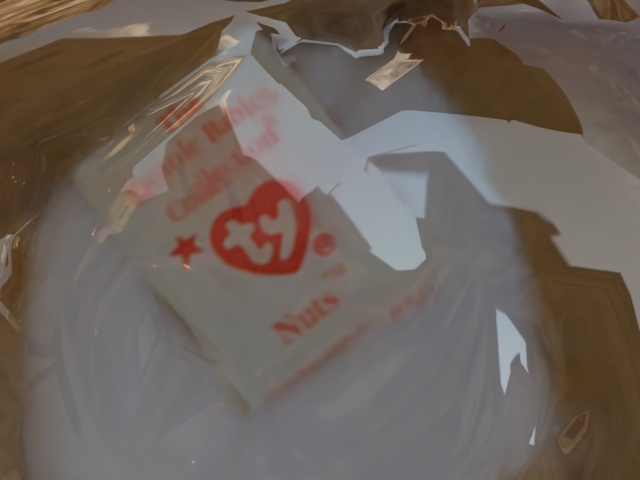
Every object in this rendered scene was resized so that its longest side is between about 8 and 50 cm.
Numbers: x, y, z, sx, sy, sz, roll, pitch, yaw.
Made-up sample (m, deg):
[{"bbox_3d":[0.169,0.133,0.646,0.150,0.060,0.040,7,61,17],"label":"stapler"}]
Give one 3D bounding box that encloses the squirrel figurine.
[{"bbox_3d":[0.000,0.000,0.524,0.281,0.397,0.370,13,-10,3],"label":"squirrel figurine"}]
